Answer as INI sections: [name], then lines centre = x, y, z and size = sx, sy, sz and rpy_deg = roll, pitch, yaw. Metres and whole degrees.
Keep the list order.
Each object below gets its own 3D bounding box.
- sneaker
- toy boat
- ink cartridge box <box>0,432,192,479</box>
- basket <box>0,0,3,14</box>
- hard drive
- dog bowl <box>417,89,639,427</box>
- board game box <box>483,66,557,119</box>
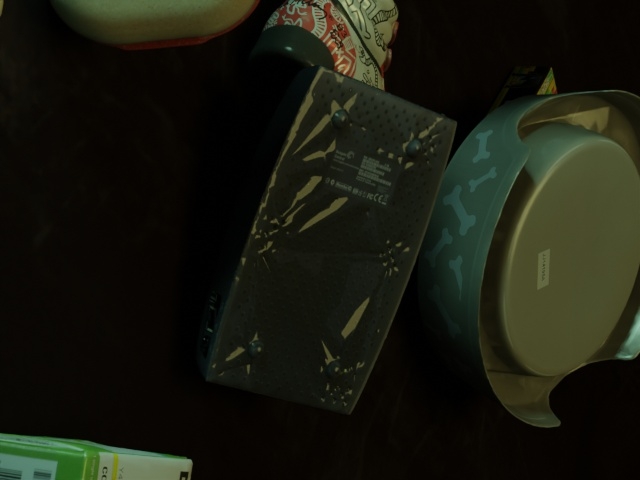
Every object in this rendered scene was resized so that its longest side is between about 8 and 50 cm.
[sneaker]
centre = 0.035, -0.111, 1.478
size = 0.145, 0.090, 0.270
rpy_deg = -62, 141, -34
[toy boat]
centre = -0.115, -0.250, 1.165
size = 0.151, 0.151, 0.231
rpy_deg = -98, -176, -74
[ink cartridge box]
centre = -0.137, 0.235, 1.193
size = 0.255, 0.097, 0.189
rpy_deg = 17, 78, -60
[basket]
centre = -0.322, -0.058, 0.581
size = 0.331, 0.328, 0.266
rpy_deg = -4, 101, -62
[hard drive]
centre = 0.000, 0.000, 1.367
size = 0.172, 0.054, 0.255
rpy_deg = 18, 93, -40
[dog bowl]
centre = 0.231, 0.010, 1.764
size = 0.348, 0.102, 0.349
rpy_deg = -19, 116, -44
[board game box]
centre = 0.214, -0.083, 1.860
size = 0.170, 0.048, 0.141
rpy_deg = -57, 139, -42
